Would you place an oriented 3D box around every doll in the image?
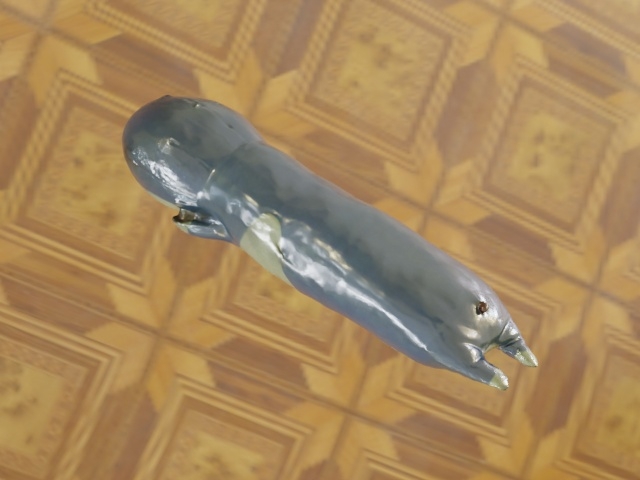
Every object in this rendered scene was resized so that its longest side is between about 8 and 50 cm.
[{"bbox_3d":[0.000,0.000,0.413,0.037,0.125,0.027,-24,142,-52],"label":"doll"}]
